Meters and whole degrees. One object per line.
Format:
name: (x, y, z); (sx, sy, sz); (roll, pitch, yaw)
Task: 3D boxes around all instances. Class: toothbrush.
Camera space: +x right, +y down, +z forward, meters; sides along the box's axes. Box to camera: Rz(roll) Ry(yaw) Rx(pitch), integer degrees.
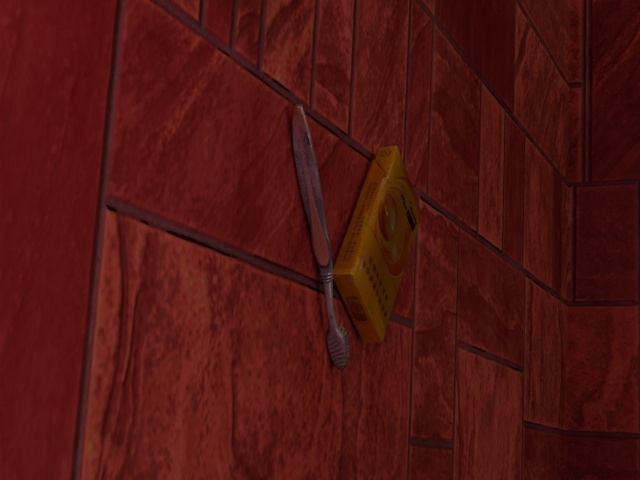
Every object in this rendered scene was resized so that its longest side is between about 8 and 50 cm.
toothbrush: (0.000, 0.000, 1.455); (0.037, 0.028, 0.375); (-52, 135, -63)

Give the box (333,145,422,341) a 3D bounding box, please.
box: (0.088, 0.002, 1.633); (0.269, 0.043, 0.152); (-69, 148, -41)
